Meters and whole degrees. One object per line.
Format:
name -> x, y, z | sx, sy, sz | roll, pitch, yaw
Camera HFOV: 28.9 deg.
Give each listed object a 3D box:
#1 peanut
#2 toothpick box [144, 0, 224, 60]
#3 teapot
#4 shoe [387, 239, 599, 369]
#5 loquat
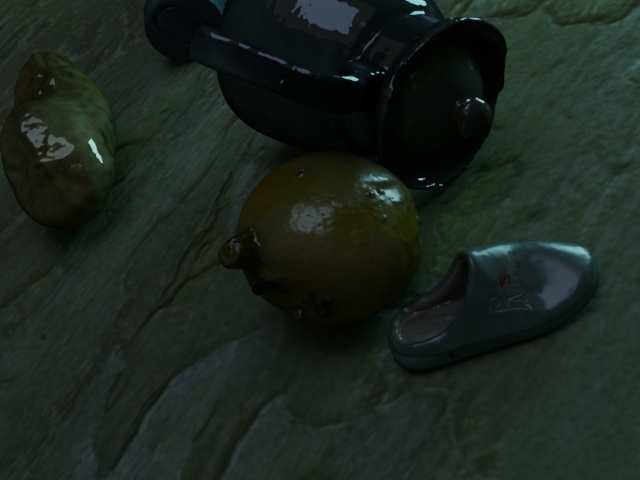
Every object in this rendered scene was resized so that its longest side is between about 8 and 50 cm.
peanut -> -0.297, -0.120, 1.420 | 0.122, 0.137, 0.253 | -30, 37, 16
toothpick box -> -0.174, -0.313, 1.584 | 0.101, 0.101, 0.153 | -18, 42, 9
teapot -> 0.041, -0.182, 1.208 | 0.285, 0.305, 0.223 | 32, 85, 36
shoe -> 0.143, 0.045, 1.072 | 0.195, 0.078, 0.079 | -25, 40, 7
loquat -> 0.000, 0.000, 1.123 | 0.204, 0.149, 0.172 | -15, 34, -33
